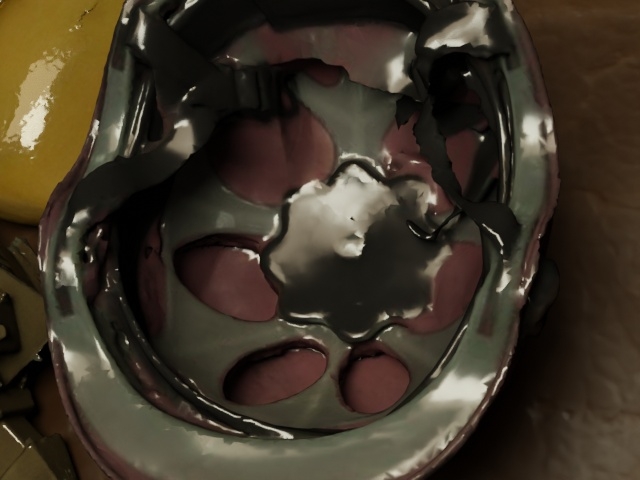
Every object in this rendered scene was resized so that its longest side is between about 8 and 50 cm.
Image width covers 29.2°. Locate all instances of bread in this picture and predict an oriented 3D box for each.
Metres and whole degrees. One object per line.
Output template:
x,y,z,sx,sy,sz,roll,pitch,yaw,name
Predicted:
-0.189,-0.118,0.874,0.147,0.098,0.217,17,75,23,bread

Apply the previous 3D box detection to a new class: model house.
-0.236,0.099,0.768,0.248,0.176,0.181,42,96,9,model house

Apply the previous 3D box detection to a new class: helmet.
0.000,0.000,0.691,0.270,0.197,0.338,1,74,13,helmet
